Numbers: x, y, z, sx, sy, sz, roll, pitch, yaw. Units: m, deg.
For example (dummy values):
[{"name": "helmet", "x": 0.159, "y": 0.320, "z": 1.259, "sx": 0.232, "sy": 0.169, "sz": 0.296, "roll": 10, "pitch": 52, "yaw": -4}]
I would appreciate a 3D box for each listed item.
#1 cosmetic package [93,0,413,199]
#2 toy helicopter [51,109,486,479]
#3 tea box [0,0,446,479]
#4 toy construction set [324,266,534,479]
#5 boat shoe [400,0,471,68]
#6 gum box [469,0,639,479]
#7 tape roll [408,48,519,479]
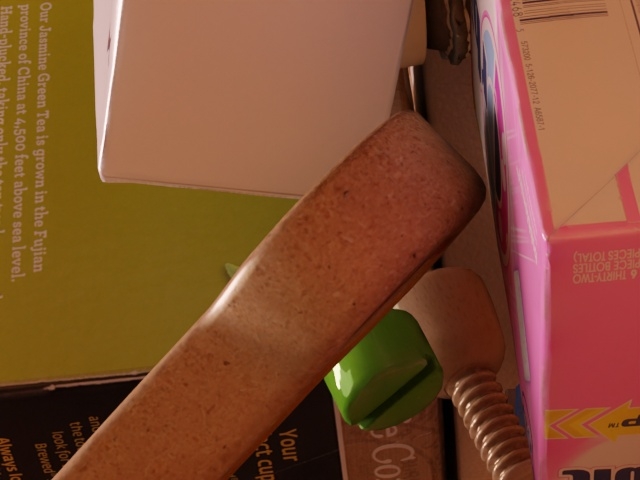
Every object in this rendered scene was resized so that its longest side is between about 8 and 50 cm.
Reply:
[{"name": "cosmetic package", "x": -0.010, "y": -0.244, "z": 0.627, "sx": 0.284, "sy": 0.097, "sz": 0.377, "roll": -98, "pitch": 17, "yaw": -58}, {"name": "toy helicopter", "x": -0.089, "y": 0.102, "z": 0.542, "sx": 0.140, "sy": 0.355, "sz": 0.235, "roll": 43, "pitch": -172, "yaw": 8}, {"name": "tea box", "x": -0.107, "y": 0.069, "z": 0.904, "sx": 0.329, "sy": 0.323, "sz": 0.220, "roll": 84, "pitch": -179, "yaw": -53}, {"name": "toy construction set", "x": 0.053, "y": 0.166, "z": 0.673, "sx": 0.237, "sy": 0.257, "sz": 0.309, "roll": 63, "pitch": 145, "yaw": 36}, {"name": "boat shoe", "x": 0.051, "y": -0.208, "z": 0.817, "sx": 0.109, "sy": 0.091, "sz": 0.305, "roll": 84, "pitch": -179, "yaw": -63}, {"name": "gum box", "x": 0.077, "y": -0.032, "z": 0.532, "sx": 0.107, "sy": 0.062, "sz": 0.188, "roll": 84, "pitch": -179, "yaw": -45}, {"name": "tape roll", "x": 0.083, "y": -0.030, "z": 1.008, "sx": 0.392, "sy": 0.072, "sz": 0.392, "roll": -6, "pitch": -90, "yaw": -90}]
